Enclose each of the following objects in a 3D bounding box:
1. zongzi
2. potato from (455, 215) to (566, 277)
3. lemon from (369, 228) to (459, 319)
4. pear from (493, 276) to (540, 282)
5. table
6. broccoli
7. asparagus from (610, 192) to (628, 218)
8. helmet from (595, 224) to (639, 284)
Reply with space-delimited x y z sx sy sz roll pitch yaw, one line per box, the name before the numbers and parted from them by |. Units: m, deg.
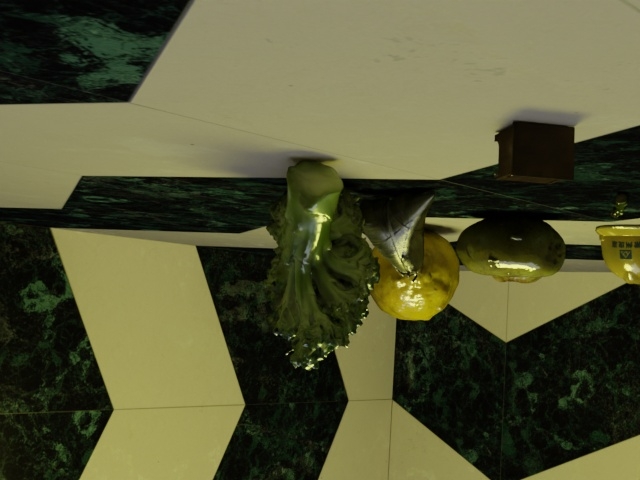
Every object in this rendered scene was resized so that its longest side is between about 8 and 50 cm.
zongzi | 0.202 -0.015 1.855 0.204 0.094 0.205 -17 128 38
potato | 0.442 0.015 2.093 0.197 0.148 0.228 -10 -173 -42
lemon | 0.259 0.091 2.508 0.286 0.285 0.316 6 152 -24
pear | 0.564 0.055 2.547 0.167 0.136 0.167 6 180 0
table | 0.274 -0.110 1.173 0.083 0.070 0.082 3 175 -10
broccoli | -0.014 -0.013 1.692 0.275 0.396 0.353 -22 -149 -15
asparagus | 0.588 -0.066 1.767 0.025 0.024 0.248 46 -172 15
helmet | 0.791 0.040 2.240 0.205 0.140 0.257 0 177 35
